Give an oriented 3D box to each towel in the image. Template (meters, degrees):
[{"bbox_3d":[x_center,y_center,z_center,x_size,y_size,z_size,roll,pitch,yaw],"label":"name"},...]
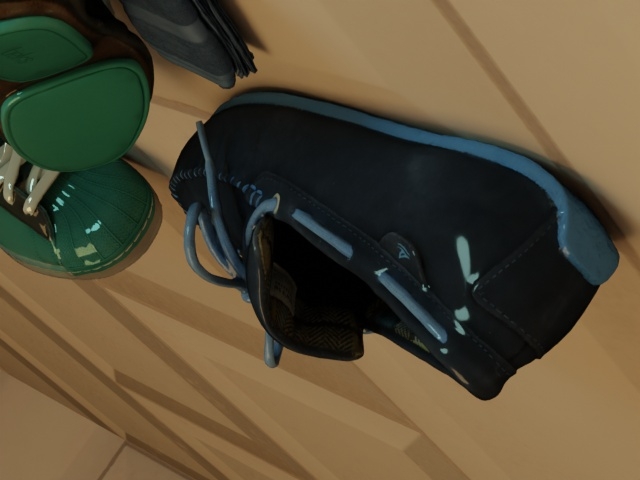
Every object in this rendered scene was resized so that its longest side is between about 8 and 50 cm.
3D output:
[{"bbox_3d":[-0.078,-0.123,0.887,0.067,0.029,0.119,27,165,32],"label":"towel"}]

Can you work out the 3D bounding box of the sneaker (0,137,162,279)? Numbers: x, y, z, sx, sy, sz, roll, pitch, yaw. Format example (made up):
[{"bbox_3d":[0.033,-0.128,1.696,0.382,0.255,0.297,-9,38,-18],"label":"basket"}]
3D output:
[{"bbox_3d":[-0.247,-0.068,1.314,0.302,0.108,0.121,27,169,34],"label":"sneaker"}]

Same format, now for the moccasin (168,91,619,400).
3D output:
[{"bbox_3d":[0.000,0.000,0.931,0.137,0.117,0.342,41,165,-25],"label":"moccasin"}]

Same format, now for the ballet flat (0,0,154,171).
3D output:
[{"bbox_3d":[-0.142,-0.114,0.931,0.280,0.095,0.096,89,166,-78],"label":"ballet flat"}]
